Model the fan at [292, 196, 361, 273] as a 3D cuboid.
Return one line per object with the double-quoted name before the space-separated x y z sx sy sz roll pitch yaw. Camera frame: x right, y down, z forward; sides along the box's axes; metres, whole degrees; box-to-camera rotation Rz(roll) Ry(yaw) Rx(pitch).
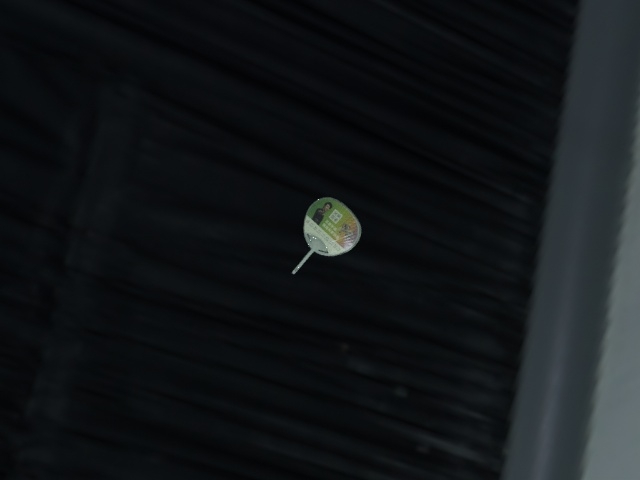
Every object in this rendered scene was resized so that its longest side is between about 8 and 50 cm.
"fan" 0.000 -0.009 1.698 0.003 0.080 0.060 24 135 68
